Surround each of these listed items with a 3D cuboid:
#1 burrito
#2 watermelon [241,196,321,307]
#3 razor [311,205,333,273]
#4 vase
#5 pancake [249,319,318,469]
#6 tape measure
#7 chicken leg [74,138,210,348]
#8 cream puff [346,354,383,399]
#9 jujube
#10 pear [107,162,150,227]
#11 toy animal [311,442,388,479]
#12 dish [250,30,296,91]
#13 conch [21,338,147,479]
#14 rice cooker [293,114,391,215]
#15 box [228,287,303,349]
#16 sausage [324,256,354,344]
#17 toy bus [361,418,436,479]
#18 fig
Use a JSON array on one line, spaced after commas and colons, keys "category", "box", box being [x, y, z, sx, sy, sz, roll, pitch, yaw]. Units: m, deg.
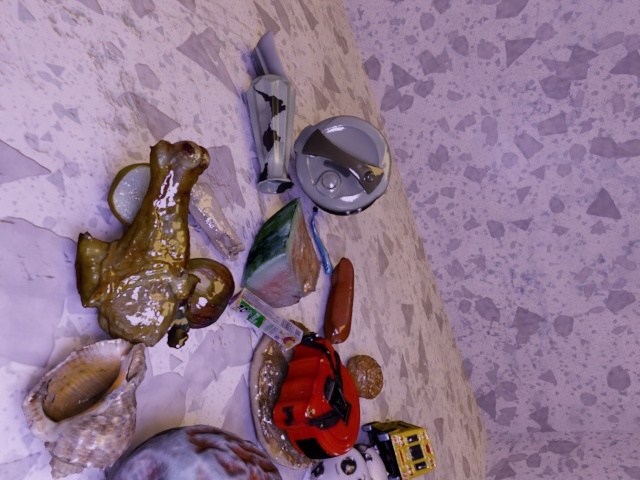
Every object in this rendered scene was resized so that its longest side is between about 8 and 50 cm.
[{"category": "burrito", "box": [-0.262, -0.048, 0.985, 0.225, 0.061, 0.087, 61, 34, -21]}, {"category": "watermelon", "box": [-0.112, 0.052, 1.150, 0.264, 0.151, 0.301, -79, 160, -47]}, {"category": "razor", "box": [0.000, 0.000, 1.476, 0.082, 0.042, 0.252, 177, -102, -84]}, {"category": "vase", "box": [-0.150, -0.334, 1.272, 0.165, 0.165, 0.359, 20, 63, -58]}, {"category": "pancake", "box": [-0.062, 0.413, 1.089, 0.382, 0.071, 0.381, 39, 40, -43]}, {"category": "tape measure", "box": [0.006, 0.404, 1.017, 0.260, 0.114, 0.253, 55, 31, -23]}, {"category": "chicken leg", "box": [-0.313, 0.004, 0.705, 0.140, 0.212, 0.360, -171, -94, -75]}, {"category": "cream puff", "box": [0.163, 0.481, 1.429, 0.165, 0.115, 0.150, 58, 27, -25]}, {"category": "jujube", "box": [-0.182, 0.431, 0.663, 0.215, 0.247, 0.308, -68, 152, -25]}, {"category": "pear", "box": [-0.345, -0.079, 0.798, 0.141, 0.104, 0.140, 4, 82, -30]}, {"category": "toy animal", "box": [0.078, 0.666, 1.108, 0.235, 0.165, 0.187, 31, 34, -53]}, {"category": "dish", "box": [-0.175, -0.586, 1.393, 0.212, 0.077, 0.151, 68, -17, -11]}, {"category": "conch", "box": [-0.337, 0.237, 0.596, 0.155, 0.130, 0.207, 46, 56, -37]}, {"category": "rice cooker", "box": [0.077, -0.252, 1.386, 0.325, 0.336, 0.334, 7, 67, -85]}, {"category": "box", "box": [-0.136, 0.200, 1.027, 0.207, 0.050, 0.041, 40, 34, -17]}, {"category": "sausage", "box": [0.073, 0.208, 1.424, 0.094, 0.097, 0.348, 18, 49, -7]}, {"category": "toy bus", "box": [0.242, 0.661, 1.295, 0.331, 0.151, 0.144, 108, -32, -70]}, {"category": "fig", "box": [-0.293, 0.070, 0.815, 0.245, 0.149, 0.149, 38, 38, -15]}]
